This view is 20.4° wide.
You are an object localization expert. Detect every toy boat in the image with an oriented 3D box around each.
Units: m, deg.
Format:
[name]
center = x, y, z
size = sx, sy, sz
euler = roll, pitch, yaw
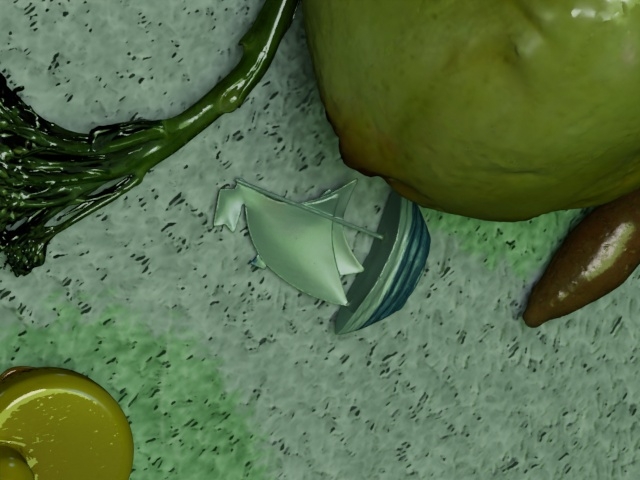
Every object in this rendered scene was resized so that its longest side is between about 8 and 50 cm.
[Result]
[toy boat]
center = 0.004, 0.011, 1.182
size = 0.149, 0.034, 0.105
euler = -1, 96, -20

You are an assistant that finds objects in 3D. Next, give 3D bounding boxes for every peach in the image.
[peach]
center = 0.142, -0.167, 1.072
size = 0.281, 0.314, 0.315
euler = 47, 109, 13

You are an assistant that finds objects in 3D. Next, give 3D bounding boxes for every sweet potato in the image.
[sweet potato]
center = 0.219, -0.008, 1.244
size = 0.202, 0.058, 0.055
euler = -36, 87, -10

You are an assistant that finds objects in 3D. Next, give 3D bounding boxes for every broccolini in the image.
[broccolini]
center = -0.124, -0.101, 1.106
size = 0.271, 0.062, 0.123
euler = -40, 124, -4

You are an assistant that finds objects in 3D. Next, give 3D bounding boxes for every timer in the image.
[timer]
center = -0.168, 0.133, 1.099
size = 0.107, 0.109, 0.107
euler = -3, 99, -19
